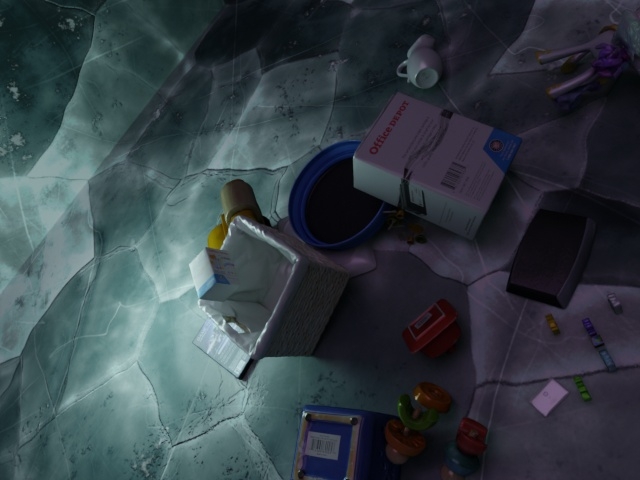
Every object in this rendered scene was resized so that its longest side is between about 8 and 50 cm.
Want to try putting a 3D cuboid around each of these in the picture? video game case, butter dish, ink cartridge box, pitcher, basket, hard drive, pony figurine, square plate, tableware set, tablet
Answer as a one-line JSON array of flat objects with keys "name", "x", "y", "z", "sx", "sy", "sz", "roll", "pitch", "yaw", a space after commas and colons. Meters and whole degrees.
[{"name": "video game case", "x": -0.312, "y": 0.331, "z": 1.765, "sx": 0.274, "sy": 0.026, "sz": 0.196, "roll": 23, "pitch": 77, "yaw": 40}, {"name": "butter dish", "x": 0.317, "y": 0.255, "z": 1.363, "sx": 0.160, "sy": 0.118, "sz": 0.160, "roll": -43, "pitch": 9, "yaw": 6}, {"name": "ink cartridge box", "x": 0.329, "y": -0.223, "z": 1.476, "sx": 0.394, "sy": 0.166, "sz": 0.286, "roll": 26, "pitch": 66, "yaw": 16}, {"name": "pitcher", "x": 0.356, "y": -0.631, "z": 1.858, "sx": 0.177, "sy": 0.125, "sz": 0.207, "roll": -38, "pitch": 36, "yaw": 35}, {"name": "basket", "x": -0.141, "y": 0.144, "z": 1.559, "sx": 0.328, "sy": 0.266, "sz": 0.332, "roll": 31, "pitch": 100, "yaw": 40}, {"name": "hard drive", "x": 0.605, "y": 0.037, "z": 1.342, "sx": 0.171, "sy": 0.054, "sz": 0.255, "roll": 18, "pitch": 74, "yaw": 37}, {"name": "pony figurine", "x": 0.819, "y": -0.512, "z": 1.418, "sx": 0.363, "sy": 0.302, "sz": 0.351, "roll": -26, "pitch": 42, "yaw": 36}, {"name": "square plate", "x": 0.000, "y": 0.000, "z": 1.747, "sx": 0.343, "sy": 0.049, "sz": 0.348, "roll": -23, "pitch": 54, "yaw": 20}, {"name": "tableware set", "x": 0.258, "y": -0.037, "z": 1.540, "sx": 0.103, "sy": 0.154, "sz": 0.024, "roll": -3, "pitch": 51, "yaw": 33}, {"name": "ink cartridge box", "x": -0.309, "y": 0.092, "z": 1.476, "sx": 0.090, "sy": 0.092, "sz": 0.143, "roll": -42, "pitch": 56, "yaw": 27}, {"name": "tablet", "x": 0.546, "y": 0.374, "z": 1.215, "sx": 0.083, "sy": 0.006, "sz": 0.054, "roll": -46, "pitch": 49, "yaw": 0}]

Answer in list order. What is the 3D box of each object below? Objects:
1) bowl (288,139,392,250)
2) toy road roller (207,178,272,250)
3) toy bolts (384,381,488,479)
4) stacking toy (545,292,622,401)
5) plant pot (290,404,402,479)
[{"name": "bowl", "x": 0.070, "y": -0.147, "z": 1.689, "sx": 0.390, "sy": 0.077, "sz": 0.392, "roll": -15, "pitch": 60, "yaw": 28}, {"name": "toy road roller", "x": -0.297, "y": -0.023, "z": 1.763, "sx": 0.240, "sy": 0.330, "sz": 0.203, "roll": -23, "pitch": 47, "yaw": 0}, {"name": "toy bolts", "x": 0.282, "y": 0.483, "z": 1.247, "sx": 0.228, "sy": 0.218, "sz": 0.159, "roll": 26, "pitch": 106, "yaw": 19}, {"name": "stacking toy", "x": 0.655, "y": 0.247, "z": 1.197, "sx": 0.166, "sy": 0.052, "sz": 0.221, "roll": -26, "pitch": 55, "yaw": 19}, {"name": "plant pot", "x": 0.061, "y": 0.539, "z": 1.289, "sx": 0.235, "sy": 0.212, "sz": 0.236, "roll": -4, "pitch": 62, "yaw": 30}]
